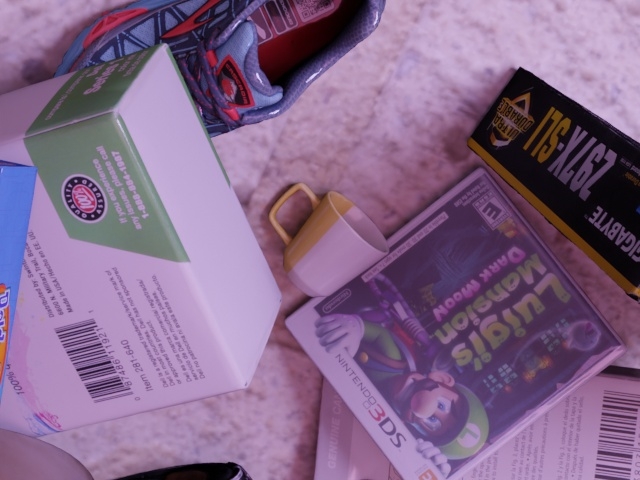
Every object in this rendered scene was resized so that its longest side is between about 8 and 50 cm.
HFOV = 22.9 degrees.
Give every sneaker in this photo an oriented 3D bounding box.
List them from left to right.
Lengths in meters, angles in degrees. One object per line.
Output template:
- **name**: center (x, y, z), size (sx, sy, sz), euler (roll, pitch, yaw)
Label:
- **sneaker**: center (-0.073, -0.121, 1.044), size (0.262, 0.125, 0.104), euler (-33, 113, 1)

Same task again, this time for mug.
- **mug**: center (0.003, 0.002, 1.154), size (0.064, 0.078, 0.062), euler (-45, 146, 16)

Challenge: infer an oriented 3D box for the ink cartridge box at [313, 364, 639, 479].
- **ink cartridge box**: center (0.123, 0.233, 1.223), size (0.261, 0.066, 0.296), euler (7, 96, 11)

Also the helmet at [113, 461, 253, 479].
- **helmet**: center (-0.105, 0.258, 1.164), size (0.169, 0.169, 0.161), euler (-12, 95, -8)

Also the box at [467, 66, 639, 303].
- **box**: center (0.261, 0.010, 1.062), size (0.257, 0.322, 0.079), euler (31, 100, -22)

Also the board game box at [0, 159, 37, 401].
- **board game box**: center (-0.260, 0.045, 0.923), size (0.160, 0.047, 0.210), euler (12, 96, 17)

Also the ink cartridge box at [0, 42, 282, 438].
- **ink cartridge box**: center (-0.196, 0.016, 1.024), size (0.278, 0.117, 0.201), euler (-15, 115, 19)

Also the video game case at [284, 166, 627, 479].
- **video game case**: center (0.098, 0.070, 1.168), size (0.190, 0.022, 0.173), euler (-38, 84, 3)

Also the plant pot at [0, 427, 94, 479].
- **plant pot**: center (-0.240, 0.278, 0.994), size (0.323, 0.280, 0.323), euler (0, 147, 0)
